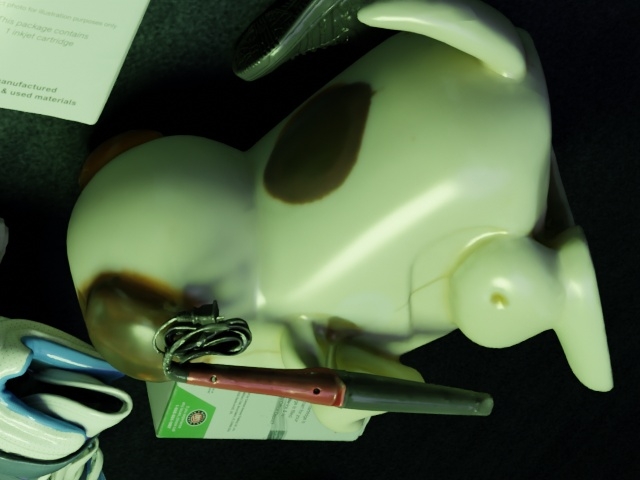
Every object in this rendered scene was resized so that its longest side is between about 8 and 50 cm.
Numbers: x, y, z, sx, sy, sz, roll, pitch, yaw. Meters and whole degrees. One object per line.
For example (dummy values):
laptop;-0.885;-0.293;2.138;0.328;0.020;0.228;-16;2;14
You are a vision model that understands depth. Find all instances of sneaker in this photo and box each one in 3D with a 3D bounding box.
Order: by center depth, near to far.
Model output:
sneaker;0.014;-0.175;1.327;0.089;0.051;0.170;30;116;-36
sneaker;-0.227;0.176;1.393;0.236;0.130;0.323;-4;141;39

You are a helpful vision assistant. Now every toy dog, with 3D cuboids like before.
toy dog;0.000;0.000;1.326;0.407;0.285;0.395;-15;149;7

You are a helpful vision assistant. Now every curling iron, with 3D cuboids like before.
curling iron;0.007;0.103;1.248;0.274;0.035;0.068;15;129;-17

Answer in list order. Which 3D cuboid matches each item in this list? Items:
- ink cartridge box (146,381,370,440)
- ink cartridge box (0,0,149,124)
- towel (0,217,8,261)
ink cartridge box;-0.046;0.112;1.570;0.208;0.087;0.153;5;132;-23
ink cartridge box;-0.167;-0.263;1.046;0.131;0.226;0.306;8;129;-27
towel;-0.470;0.073;1.407;0.331;0.053;0.317;8;130;-28
